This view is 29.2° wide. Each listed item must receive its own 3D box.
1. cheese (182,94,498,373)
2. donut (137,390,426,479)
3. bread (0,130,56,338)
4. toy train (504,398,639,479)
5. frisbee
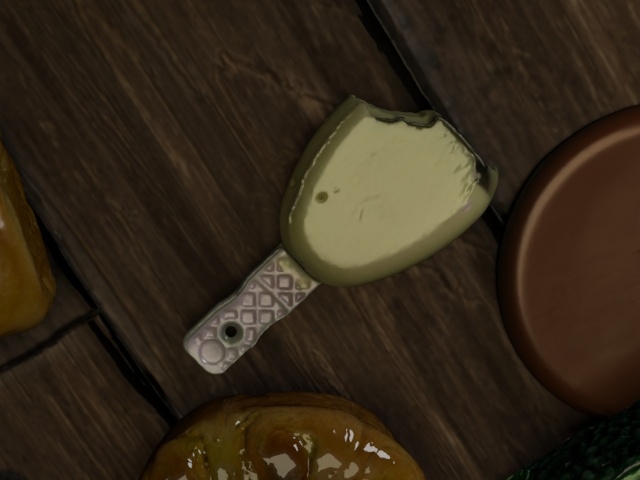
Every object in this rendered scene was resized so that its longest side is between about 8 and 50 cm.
[{"bbox_3d":[0.000,0.000,0.879,0.255,0.050,0.127,-41,101,7],"label":"cheese"},{"bbox_3d":[-0.029,0.212,0.894,0.226,0.114,0.227,0,103,-2],"label":"donut"},{"bbox_3d":[-0.339,0.021,0.836,0.294,0.132,0.167,-18,109,1],"label":"bread"},{"bbox_3d":[0.259,0.210,0.888,0.243,0.132,0.188,-31,101,9],"label":"toy train"},{"bbox_3d":[0.255,0.022,0.907,0.251,0.021,0.251,-1,103,-3],"label":"frisbee"}]
